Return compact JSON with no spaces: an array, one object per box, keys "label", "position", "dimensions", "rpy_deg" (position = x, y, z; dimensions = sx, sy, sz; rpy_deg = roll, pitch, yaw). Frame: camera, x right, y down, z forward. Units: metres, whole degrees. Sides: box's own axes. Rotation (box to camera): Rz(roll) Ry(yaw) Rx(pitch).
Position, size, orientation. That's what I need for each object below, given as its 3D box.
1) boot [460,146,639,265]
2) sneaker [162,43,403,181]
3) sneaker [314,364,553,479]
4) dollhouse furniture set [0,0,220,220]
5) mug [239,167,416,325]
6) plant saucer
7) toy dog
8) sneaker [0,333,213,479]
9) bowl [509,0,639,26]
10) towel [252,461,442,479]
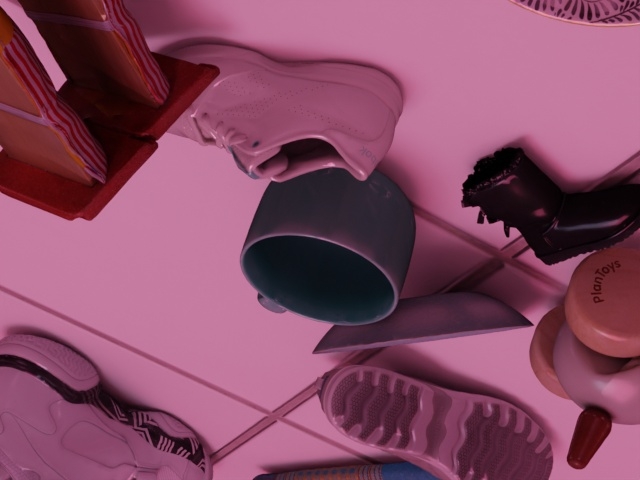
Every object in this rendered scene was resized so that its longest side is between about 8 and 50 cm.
[{"label":"boot","position":[0.172,-0.033,0.813],"dimensions":[0.099,0.045,0.121],"rpy_deg":[39,141,-19]},{"label":"sneaker","position":[-0.052,-0.084,0.800],"dimensions":[0.212,0.094,0.080],"rpy_deg":[5,147,21]},{"label":"sneaker","position":[0.121,0.190,1.152],"dimensions":[0.281,0.105,0.115],"rpy_deg":[29,176,-19]},{"label":"dollhouse furniture set","position":[-0.285,-0.173,0.775],"dimensions":[0.374,0.152,0.201],"rpy_deg":[20,153,32]},{"label":"mug","position":[0.000,-0.005,0.888],"dimensions":[0.158,0.097,0.129],"rpy_deg":[-3,142,32]},{"label":"plant saucer","position":[0.087,0.070,0.958],"dimensions":[0.195,0.037,0.195],"rpy_deg":[-6,174,-1]},{"label":"toy dog","position":[0.316,0.123,0.852],"dimensions":[0.333,0.161,0.220],"rpy_deg":[3,152,26]},{"label":"sneaker","position":[-0.295,0.291,1.378],"dimensions":[0.137,0.210,0.366],"rpy_deg":[-11,137,39]},{"label":"bowl","position":[0.145,-0.194,0.546],"dimensions":[0.170,0.080,0.170],"rpy_deg":[13,147,9]},{"label":"towel","position":[0.123,0.355,1.426],"dimensions":[0.370,0.040,0.271],"rpy_deg":[-14,135,43]}]
